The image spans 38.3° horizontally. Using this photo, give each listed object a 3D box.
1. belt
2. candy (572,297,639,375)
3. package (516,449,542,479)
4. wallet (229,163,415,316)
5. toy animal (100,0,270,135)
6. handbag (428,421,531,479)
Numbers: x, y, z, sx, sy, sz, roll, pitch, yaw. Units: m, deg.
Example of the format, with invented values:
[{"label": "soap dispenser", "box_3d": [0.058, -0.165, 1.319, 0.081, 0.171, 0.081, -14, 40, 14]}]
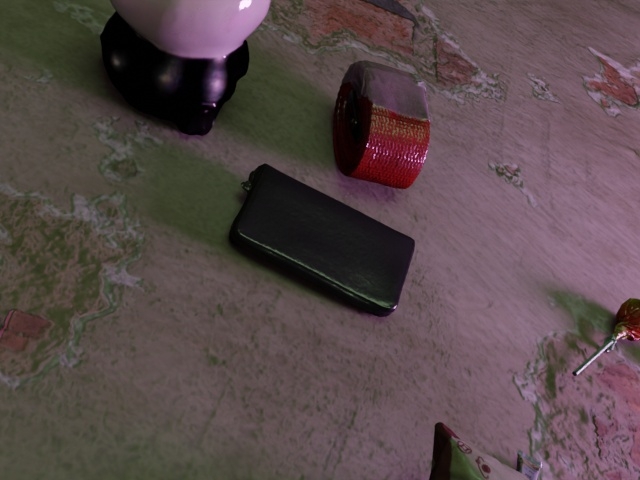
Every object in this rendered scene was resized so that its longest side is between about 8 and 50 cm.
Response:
[{"label": "belt", "box_3d": [0.095, -0.168, 1.347, 0.124, 0.128, 0.201, 13, 49, -21]}, {"label": "candy", "box_3d": [0.413, 0.142, 1.307, 0.201, 0.060, 0.060, -29, 69, -36]}, {"label": "package", "box_3d": [0.235, 0.296, 1.081, 0.037, 0.015, 0.110, 35, 44, -4]}, {"label": "wallet", "box_3d": [0.000, 0.000, 1.202, 0.250, 0.044, 0.149, 26, 47, -7]}, {"label": "toy animal", "box_3d": [-0.181, -0.302, 1.218, 0.212, 0.267, 0.213, 13, 44, -13]}, {"label": "handbag", "box_3d": [0.194, 0.330, 0.950, 0.235, 0.127, 0.213, 33, 43, -17]}]
